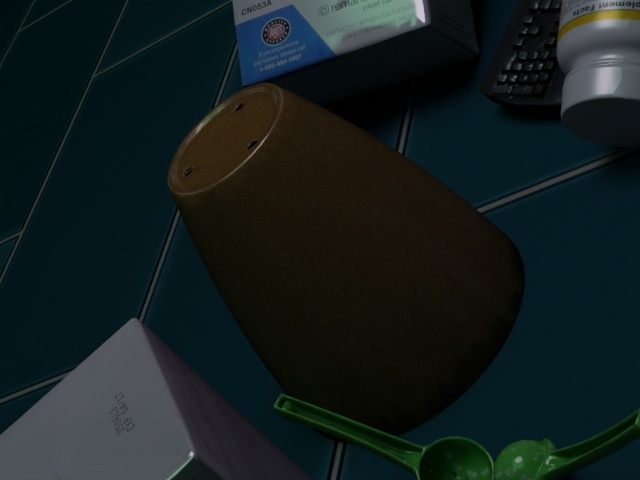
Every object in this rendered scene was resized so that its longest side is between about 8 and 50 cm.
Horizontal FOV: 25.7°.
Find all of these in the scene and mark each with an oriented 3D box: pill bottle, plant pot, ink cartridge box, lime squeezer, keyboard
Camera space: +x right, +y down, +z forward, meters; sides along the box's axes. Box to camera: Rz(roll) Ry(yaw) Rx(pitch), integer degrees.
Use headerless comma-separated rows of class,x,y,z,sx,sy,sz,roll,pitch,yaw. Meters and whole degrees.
pill bottle,0.260,-0.192,1.173,0.119,0.119,0.208,-9,65,45
plant pot,0.000,0.000,1.156,0.237,0.254,0.237,-30,34,23
ink cartridge box,0.022,-0.319,1.483,0.223,0.129,0.307,-15,74,28
lime squeezer,0.114,0.145,0.984,0.310,0.110,0.059,-3,31,43
keyboard,0.278,-0.257,1.308,0.201,0.033,0.317,10,70,42

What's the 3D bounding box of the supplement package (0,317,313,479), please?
supplement package,-0.072,0.230,0.911,0.175,0.293,0.177,-42,30,2
